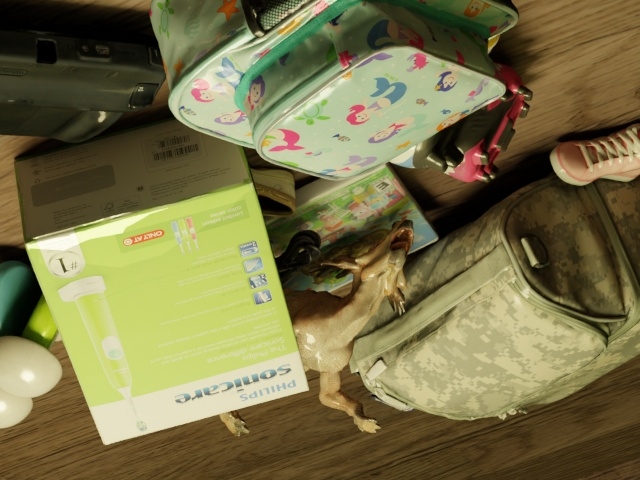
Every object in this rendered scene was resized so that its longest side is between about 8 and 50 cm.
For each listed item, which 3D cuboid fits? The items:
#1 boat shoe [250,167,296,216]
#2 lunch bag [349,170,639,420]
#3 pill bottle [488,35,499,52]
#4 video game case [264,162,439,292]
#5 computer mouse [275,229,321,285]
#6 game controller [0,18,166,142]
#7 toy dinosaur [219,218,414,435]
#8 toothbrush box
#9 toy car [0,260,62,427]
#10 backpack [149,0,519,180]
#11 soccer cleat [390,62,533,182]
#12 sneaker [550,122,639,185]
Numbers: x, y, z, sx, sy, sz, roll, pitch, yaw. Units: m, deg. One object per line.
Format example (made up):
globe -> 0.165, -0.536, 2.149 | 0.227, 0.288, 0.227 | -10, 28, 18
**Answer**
boat shoe -> -0.079, -0.044, 1.856 | 0.135, 0.045, 0.050 | -1, 154, -33
lunch bag -> 0.202, 0.065, 2.076 | 0.256, 0.213, 0.305 | -3, 157, -40
pill bottle -> 0.133, -0.188, 1.652 | 0.043, 0.043, 0.083 | -16, 158, 0
video game case -> 0.000, 0.000, 1.993 | 0.212, 0.023, 0.193 | -26, 150, 9
computer mouse -> -0.104, 0.004, 1.880 | 0.193, 0.042, 0.106 | 13, 151, -27
game controller -> -0.279, -0.128, 1.512 | 0.319, 0.067, 0.166 | 2, 167, -38
toy dinosaur -> -0.023, 0.087, 1.985 | 0.295, 0.200, 0.127 | -7, 138, 29
toothbrush box -> -0.143, 0.035, 1.770 | 0.206, 0.122, 0.283 | -16, 133, -1
toy car -> -0.315, 0.083, 1.911 | 0.136, 0.159, 0.182 | 32, 142, -12
backpack -> 0.004, -0.157, 1.467 | 0.253, 0.191, 0.225 | -23, 159, 30
soccer cleat -> 0.094, -0.127, 1.720 | 0.116, 0.143, 0.331 | -64, 165, 8
sneaker -> 0.303, -0.094, 1.999 | 0.134, 0.051, 0.070 | -1, 153, -41
